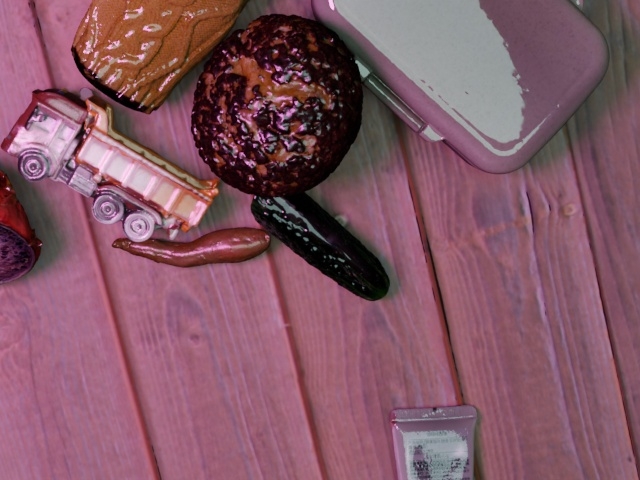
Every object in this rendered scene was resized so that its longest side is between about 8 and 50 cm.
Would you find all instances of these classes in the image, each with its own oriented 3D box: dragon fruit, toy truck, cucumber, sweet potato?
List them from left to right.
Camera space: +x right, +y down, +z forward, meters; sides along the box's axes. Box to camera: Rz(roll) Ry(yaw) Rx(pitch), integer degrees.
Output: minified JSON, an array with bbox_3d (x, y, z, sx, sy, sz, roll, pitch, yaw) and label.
[{"bbox_3d":[-0.469,-0.043,1.628,0.218,0.224,0.148,24,54,-41],"label":"dragon fruit"},{"bbox_3d":[-0.271,-0.098,1.661,0.270,0.114,0.135,30,96,-9],"label":"toy truck"},{"bbox_3d":[-0.173,0.010,1.720,0.214,0.050,0.050,-4,97,1],"label":"sweet potato"},{"bbox_3d":[0.000,0.000,1.724,0.241,0.074,0.074,40,91,-10],"label":"cucumber"}]

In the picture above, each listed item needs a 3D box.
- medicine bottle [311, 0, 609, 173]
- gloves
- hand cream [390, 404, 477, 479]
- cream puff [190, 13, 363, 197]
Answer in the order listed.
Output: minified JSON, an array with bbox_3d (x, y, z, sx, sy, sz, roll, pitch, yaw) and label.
[{"bbox_3d":[0.183,-0.281,1.684,0.375,0.123,0.282,42,91,-9],"label":"medicine bottle"},{"bbox_3d":[-0.171,-0.330,1.618,0.203,0.155,0.356,32,87,-29],"label":"gloves"},{"bbox_3d":[0.166,0.405,1.797,0.124,0.078,0.340,-2,88,-5],"label":"hand cream"},{"bbox_3d":[-0.063,-0.175,1.607,0.165,0.239,0.239,27,94,-47],"label":"cream puff"}]
